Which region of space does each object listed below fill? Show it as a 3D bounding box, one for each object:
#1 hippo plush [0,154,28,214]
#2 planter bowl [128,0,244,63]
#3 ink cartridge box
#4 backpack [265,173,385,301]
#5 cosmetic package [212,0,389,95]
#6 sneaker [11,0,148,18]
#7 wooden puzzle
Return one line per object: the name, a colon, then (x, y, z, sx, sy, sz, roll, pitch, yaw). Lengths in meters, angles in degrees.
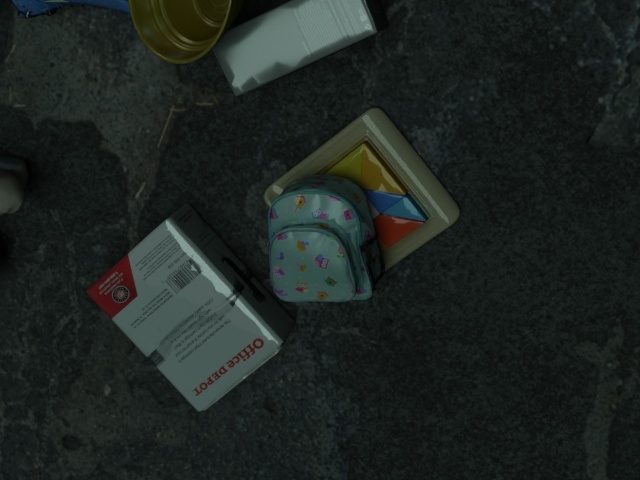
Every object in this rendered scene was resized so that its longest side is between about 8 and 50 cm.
hippo plush: (-0.625, -0.027, 1.837, 0.294, 0.234, 0.236, 17, 109, 6)
planter bowl: (-0.173, -0.361, 1.632, 0.217, 0.090, 0.217, 7, 102, 39)
ink cartridge box: (-0.206, 0.109, 1.856, 0.197, 0.114, 0.273, -40, 95, 19)
backpack: (0.000, 0.000, 1.731, 0.166, 0.144, 0.188, -1, 107, 23)
cosmetic package: (-0.029, -0.307, 1.687, 0.238, 0.127, 0.107, -19, 101, 15)
sneaker: (-0.393, -0.405, 1.747, 0.330, 0.129, 0.147, 22, 130, 0)
wooden puzzle: (0.062, -0.055, 1.788, 0.239, 0.044, 0.221, -37, 96, 19)
